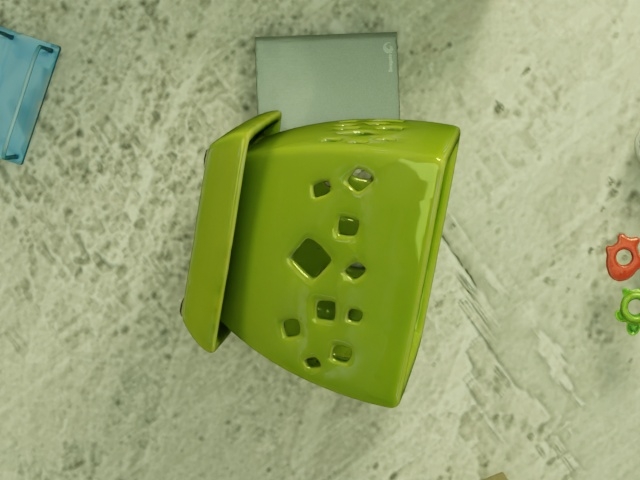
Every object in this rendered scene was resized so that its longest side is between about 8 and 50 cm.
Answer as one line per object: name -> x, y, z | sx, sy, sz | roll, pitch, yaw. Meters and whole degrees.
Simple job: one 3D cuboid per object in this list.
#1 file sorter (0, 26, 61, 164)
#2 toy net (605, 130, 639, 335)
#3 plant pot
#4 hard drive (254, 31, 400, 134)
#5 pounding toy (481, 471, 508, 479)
file sorter -> -0.343, -0.152, 1.704 | 0.170, 0.104, 0.118 | 19, 92, -1
toy net -> 0.324, -0.031, 1.752 | 0.122, 0.045, 0.232 | -5, 91, 1
plant pot -> 0.000, 0.000, 1.653 | 0.207, 0.227, 0.228 | 10, 101, 5
hard drive -> 0.007, -0.147, 1.749 | 0.135, 0.022, 0.094 | -2, 93, -1
pounding toy -> 0.169, 0.327, 1.684 | 0.094, 0.206, 0.181 | -23, 93, 1
